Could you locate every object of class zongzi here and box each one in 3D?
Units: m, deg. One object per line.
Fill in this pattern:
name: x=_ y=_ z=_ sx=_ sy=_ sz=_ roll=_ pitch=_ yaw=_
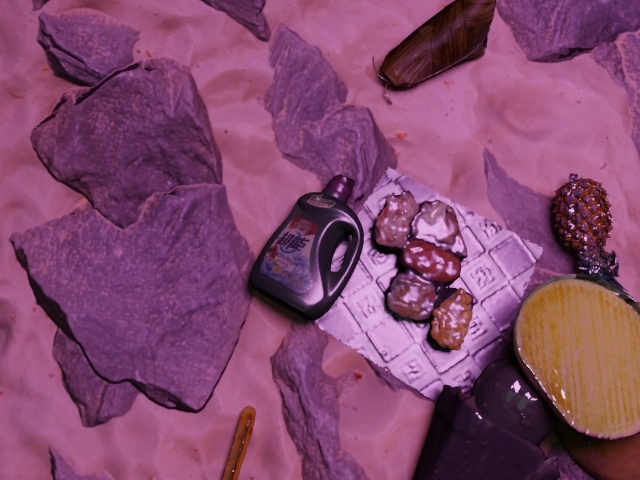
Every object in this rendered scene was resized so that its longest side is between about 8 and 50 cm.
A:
zongzi: x=0.176 y=-0.309 z=1.060 sx=0.187 sy=0.184 sz=0.084 roll=-29 pitch=79 yaw=-7

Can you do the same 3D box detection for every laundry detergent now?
laundry detergent: x=0.000 y=0.000 z=1.040 sx=0.144 sy=0.078 sz=0.221 roll=25 pitch=76 yaw=29

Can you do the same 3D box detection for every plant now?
plant: x=0.228 y=0.276 z=0.949 sx=0.164 sy=0.142 sz=0.256 roll=34 pitch=85 yaw=-3

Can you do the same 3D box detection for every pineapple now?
pineapple: x=0.389 y=0.004 z=1.046 sx=0.103 sy=0.083 sz=0.221 roll=-5 pitch=78 yaw=4

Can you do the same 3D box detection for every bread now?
bread: x=0.359 y=0.150 z=0.932 sx=0.229 sy=0.033 sz=0.228 roll=6 pitch=63 yaw=-12

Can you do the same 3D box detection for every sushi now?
sushi: x=0.156 y=0.065 z=1.044 sx=0.294 sy=0.059 sz=0.292 roll=29 pitch=80 yaw=5

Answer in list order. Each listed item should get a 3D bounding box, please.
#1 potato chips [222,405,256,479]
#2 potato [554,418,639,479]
potato chips: x=-0.134 y=0.336 z=0.999 sx=0.037 sy=0.026 sz=0.203 roll=19 pitch=79 yaw=17
potato: x=0.464 y=0.245 z=0.985 sx=0.299 sy=0.116 sz=0.239 roll=39 pitch=85 yaw=9
